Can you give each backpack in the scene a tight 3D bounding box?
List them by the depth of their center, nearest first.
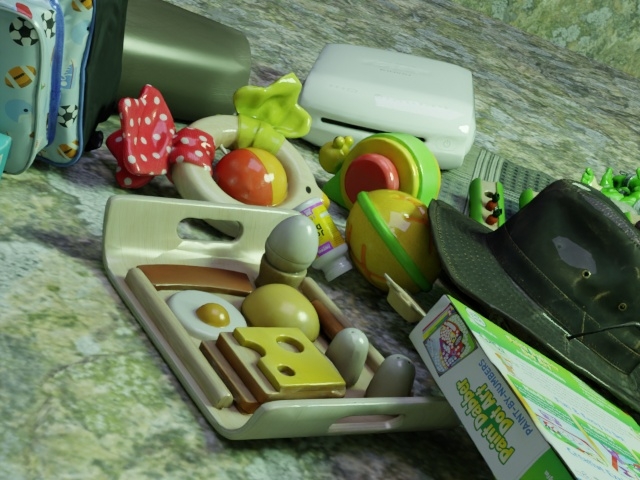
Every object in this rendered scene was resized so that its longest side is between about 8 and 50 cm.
[{"bbox_3d":[-0.338,-0.207,1.079,0.263,0.276,0.213,21,35,6],"label":"backpack"}]

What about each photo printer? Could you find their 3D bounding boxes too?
[{"bbox_3d":[0.097,-0.194,1.584,0.256,0.107,0.307,12,22,3],"label":"photo printer"}]

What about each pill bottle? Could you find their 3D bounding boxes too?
[{"bbox_3d":[0.000,0.000,1.134,0.083,0.043,0.043,59,29,4],"label":"pill bottle"}]

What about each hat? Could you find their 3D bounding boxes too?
[{"bbox_3d":[0.267,0.028,1.101,0.331,0.134,0.331,33,20,-14],"label":"hat"}]

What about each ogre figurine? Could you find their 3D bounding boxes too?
[{"bbox_3d":[0.484,-0.071,1.735,0.118,0.097,0.197,15,0,32],"label":"ogre figurine"}]

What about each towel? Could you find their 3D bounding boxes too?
[{"bbox_3d":[0.303,-0.027,1.529,0.312,0.056,0.324,21,24,5],"label":"towel"}]

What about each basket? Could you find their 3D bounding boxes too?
[{"bbox_3d":[-0.213,-0.227,1.357,0.227,0.154,0.204,11,25,-34],"label":"basket"}]

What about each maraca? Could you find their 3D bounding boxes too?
[{"bbox_3d":[0.079,-0.002,1.178,0.127,0.099,0.186,57,6,-7],"label":"maraca"}]

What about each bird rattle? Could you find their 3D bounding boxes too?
[{"bbox_3d":[-0.096,-0.088,1.184,0.253,0.143,0.207,-13,57,-51],"label":"bird rattle"}]

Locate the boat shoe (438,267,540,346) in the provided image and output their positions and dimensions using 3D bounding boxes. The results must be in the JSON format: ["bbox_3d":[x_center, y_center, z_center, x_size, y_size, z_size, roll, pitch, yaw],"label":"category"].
[{"bbox_3d":[0.183,0.066,1.182,0.048,0.056,0.153,-6,34,-30],"label":"boat shoe"}]

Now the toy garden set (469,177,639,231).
[{"bbox_3d":[0.308,0.009,1.349,0.244,0.049,0.204,12,43,-5],"label":"toy garden set"}]

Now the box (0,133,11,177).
[{"bbox_3d":[-0.412,-0.098,0.980,0.244,0.060,0.100,21,22,-3],"label":"box"}]

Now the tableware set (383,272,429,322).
[{"bbox_3d":[0.113,0.088,1.028,0.141,0.020,0.168,47,7,17],"label":"tableware set"}]

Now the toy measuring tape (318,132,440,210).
[{"bbox_3d":[0.131,-0.043,1.300,0.330,0.121,0.121,34,25,26],"label":"toy measuring tape"}]

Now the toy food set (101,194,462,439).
[{"bbox_3d":[-0.032,0.056,0.946,0.219,0.092,0.306,4,28,-38],"label":"toy food set"}]

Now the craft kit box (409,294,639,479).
[{"bbox_3d":[0.210,0.174,0.863,0.250,0.061,0.247,32,18,-30],"label":"craft kit box"}]
